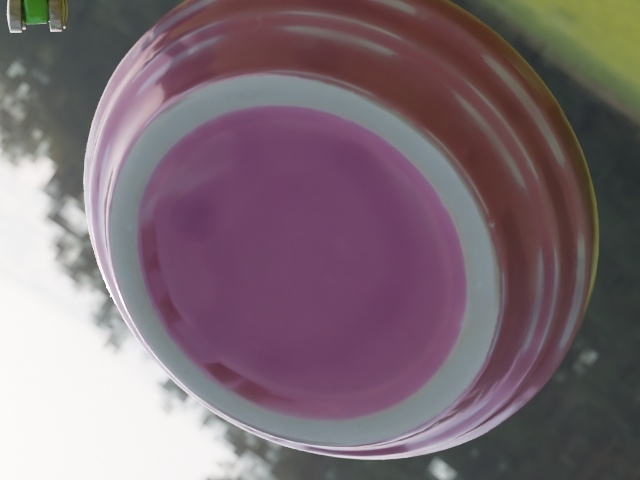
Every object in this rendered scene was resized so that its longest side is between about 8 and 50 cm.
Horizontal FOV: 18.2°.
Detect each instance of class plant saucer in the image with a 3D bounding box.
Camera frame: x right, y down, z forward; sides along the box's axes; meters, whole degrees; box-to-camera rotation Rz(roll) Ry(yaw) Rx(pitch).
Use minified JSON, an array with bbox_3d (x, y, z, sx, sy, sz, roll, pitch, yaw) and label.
[{"bbox_3d":[0.000,0.000,1.223,0.332,0.332,0.084,36,-148,0],"label":"plant saucer"}]

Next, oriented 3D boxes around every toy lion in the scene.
[{"bbox_3d":[-0.170,-0.174,1.193,0.034,0.096,0.100,-2,-172,-6],"label":"toy lion"}]
